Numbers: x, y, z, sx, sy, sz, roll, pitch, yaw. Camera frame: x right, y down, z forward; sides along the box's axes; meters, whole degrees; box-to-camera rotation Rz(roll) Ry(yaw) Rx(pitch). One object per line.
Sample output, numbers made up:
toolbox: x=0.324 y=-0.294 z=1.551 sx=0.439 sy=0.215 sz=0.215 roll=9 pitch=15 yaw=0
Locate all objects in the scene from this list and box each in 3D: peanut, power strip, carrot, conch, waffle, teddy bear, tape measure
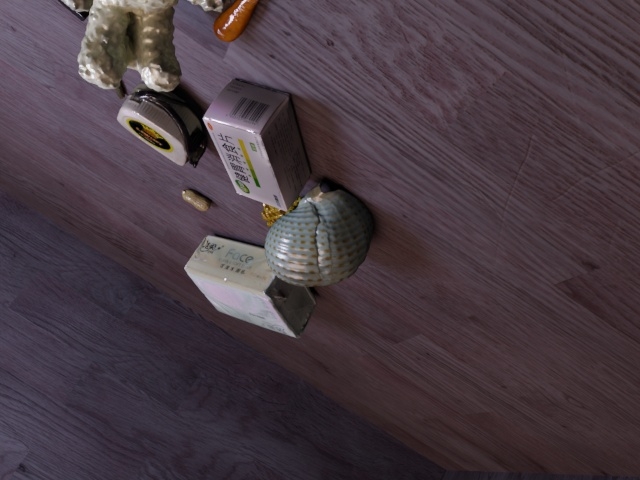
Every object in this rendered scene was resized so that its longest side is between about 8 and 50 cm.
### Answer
peanut: x=-0.433 y=-0.141 z=2.325 sx=0.113 sy=0.054 sz=0.054 roll=33 pitch=156 yaw=2
power strip: x=-0.631 y=-0.605 z=1.685 sx=0.111 sy=0.038 sz=0.029 roll=41 pitch=154 yaw=-19
carrot: x=-0.154 y=-0.477 z=1.374 sx=0.061 sy=0.061 sz=0.257 roll=40 pitch=151 yaw=-19
conch: x=-0.002 y=0.015 z=1.881 sx=0.303 sy=0.215 sz=0.319 roll=11 pitch=142 yaw=-8
waffle: x=-0.092 y=-0.066 z=2.059 sx=0.193 sy=0.070 sz=0.197 roll=13 pitch=150 yaw=33
teddy bear: x=-0.322 y=-0.470 z=1.280 sx=0.327 sy=0.375 sz=0.362 roll=-3 pitch=-165 yaw=-31
tape measure: x=-0.418 y=-0.325 z=1.875 sx=0.271 sy=0.133 sz=0.231 roll=37 pitch=162 yaw=-17

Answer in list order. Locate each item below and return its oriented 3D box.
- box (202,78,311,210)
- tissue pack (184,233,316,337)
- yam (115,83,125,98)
box: x=-0.151 y=-0.236 z=1.719 sx=0.173 sy=0.145 sz=0.333 roll=22 pitch=155 yaw=23
tissue pack: x=-0.257 y=0.168 z=2.524 sx=0.405 sy=0.205 sz=0.332 roll=13 pitch=150 yaw=33
yam: x=-0.593 y=-0.486 z=1.886 sx=0.027 sy=0.029 sz=0.234 roll=0 pitch=150 yaw=1
